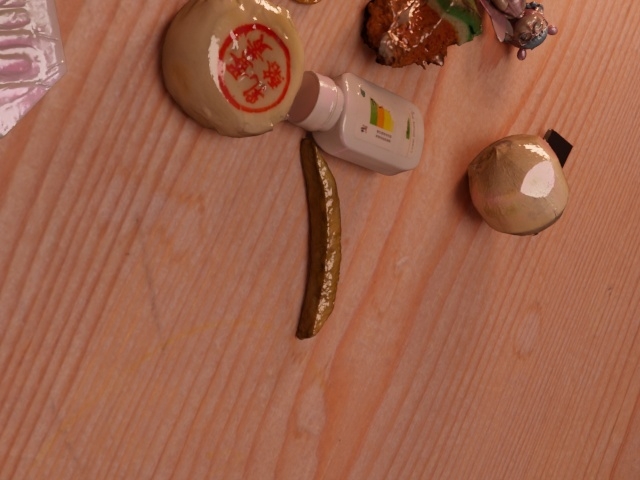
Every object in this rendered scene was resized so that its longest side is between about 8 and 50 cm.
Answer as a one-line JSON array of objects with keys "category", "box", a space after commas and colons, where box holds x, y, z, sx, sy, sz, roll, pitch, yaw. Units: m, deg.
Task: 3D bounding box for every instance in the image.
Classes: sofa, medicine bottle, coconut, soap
[{"category": "sofa", "box": [0.571, -0.203, 1.999, 0.085, 0.060, 0.147, 34, 76, -20]}, {"category": "medicine bottle", "box": [0.074, -0.237, 1.548, 0.296, 0.111, 0.161, 16, 69, -38]}, {"category": "coconut", "box": [0.449, -0.139, 1.805, 0.227, 0.227, 0.230, -48, 124, -21]}, {"category": "soap", "box": [-0.481, -0.316, 1.088, 0.208, 0.115, 0.347, -16, 109, -35]}]

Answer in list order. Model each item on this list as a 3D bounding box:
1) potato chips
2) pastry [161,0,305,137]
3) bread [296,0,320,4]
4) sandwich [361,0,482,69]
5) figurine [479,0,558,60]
[{"category": "potato chips", "box": [0.000, 0.000, 1.569, 0.080, 0.057, 0.407, -6, 102, -35]}, {"category": "pastry", "box": [-0.144, -0.308, 1.353, 0.264, 0.133, 0.265, -6, 99, -41]}, {"category": "bread", "box": [-0.026, -0.499, 1.476, 0.110, 0.024, 0.110, -9, 105, -38]}, {"category": "sandwich", "box": [0.215, -0.461, 1.591, 0.301, 0.162, 0.250, -47, 119, -26]}, {"category": "figurine", "box": [0.451, -0.554, 1.789, 0.205, 0.103, 0.260, -44, 122, 6]}]
